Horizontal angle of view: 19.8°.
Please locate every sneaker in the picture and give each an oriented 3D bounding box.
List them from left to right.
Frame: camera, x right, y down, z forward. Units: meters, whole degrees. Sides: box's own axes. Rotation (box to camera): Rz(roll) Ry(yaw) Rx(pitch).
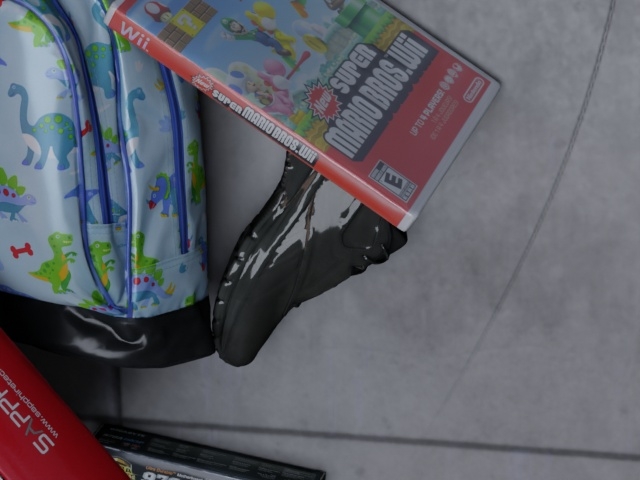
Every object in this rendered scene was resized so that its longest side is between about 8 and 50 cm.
[{"bbox_3d":[0.000,0.000,1.567,0.130,0.109,0.286,28,113,-4],"label":"sneaker"}]

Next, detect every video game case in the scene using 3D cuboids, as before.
[{"bbox_3d":[-0.008,-0.148,1.468,0.285,0.204,0.025,35,134,0],"label":"video game case"}]

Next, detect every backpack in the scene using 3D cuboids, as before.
[{"bbox_3d":[-0.229,-0.093,1.522,0.290,0.273,0.355,15,99,33],"label":"backpack"}]

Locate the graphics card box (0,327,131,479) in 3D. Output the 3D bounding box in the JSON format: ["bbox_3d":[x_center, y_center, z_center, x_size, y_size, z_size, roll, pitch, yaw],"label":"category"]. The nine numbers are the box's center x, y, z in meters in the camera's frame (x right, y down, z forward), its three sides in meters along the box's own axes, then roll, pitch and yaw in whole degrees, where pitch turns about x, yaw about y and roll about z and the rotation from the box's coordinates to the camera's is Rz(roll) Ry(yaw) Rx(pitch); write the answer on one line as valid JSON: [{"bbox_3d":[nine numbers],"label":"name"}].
[{"bbox_3d":[-0.309,0.159,1.567,0.094,0.371,0.233,-43,96,-24],"label":"graphics card box"}]

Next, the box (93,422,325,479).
[{"bbox_3d":[-0.117,0.279,1.706,0.220,0.051,0.175,11,109,9],"label":"box"}]
